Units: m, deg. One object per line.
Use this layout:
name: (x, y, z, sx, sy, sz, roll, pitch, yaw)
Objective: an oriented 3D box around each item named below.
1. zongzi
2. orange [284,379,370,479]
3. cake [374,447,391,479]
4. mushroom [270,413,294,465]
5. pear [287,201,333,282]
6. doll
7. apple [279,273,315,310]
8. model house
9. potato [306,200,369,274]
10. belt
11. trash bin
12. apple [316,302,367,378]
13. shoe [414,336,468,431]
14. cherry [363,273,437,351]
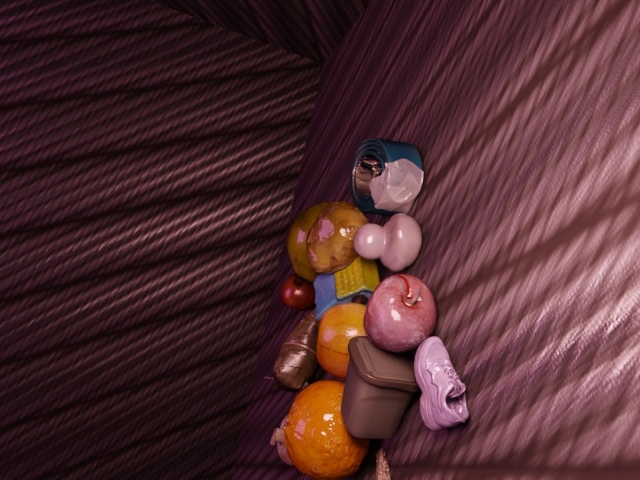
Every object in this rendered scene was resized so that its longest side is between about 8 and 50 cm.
zongzi: (-0.086, 0.581, 2.288, 0.467, 0.218, 0.500, -56, -5, -24)
orange: (0.018, 0.672, 1.532, 0.340, 0.293, 0.341, -162, 90, -79)
cake: (0.202, 0.740, 1.363, 0.140, 0.055, 0.051, -70, 3, -56)
mushroom: (-0.132, 0.931, 2.013, 0.246, 0.202, 0.246, -41, 40, 47)
pear: (0.000, 0.000, 2.094, 0.414, 0.351, 0.352, -66, 17, 2)
doll: (0.231, 0.000, 1.517, 0.251, 0.220, 0.221, 146, 135, -65)
apple: (-0.120, 0.290, 2.438, 0.230, 0.229, 0.230, -167, 90, -73)
model house: (0.126, 0.183, 1.732, 0.303, 0.215, 0.237, -52, 27, 35)
potato: (0.046, -0.027, 1.692, 0.299, 0.196, 0.246, -37, 40, 2)
belt: (0.251, -0.251, 1.713, 0.436, 0.172, 0.301, -123, 39, -72)
trash bin: (0.175, 0.469, 1.344, 0.220, 0.219, 0.250, -111, 32, -66)
apple: (0.102, 0.364, 1.547, 0.286, 0.232, 0.286, 3, -90, -86)
shoe: (0.326, 0.373, 1.132, 0.137, 0.095, 0.245, 137, 139, -56)
cherry: (0.244, 0.222, 1.298, 0.236, 0.212, 0.285, -46, -9, -46)
